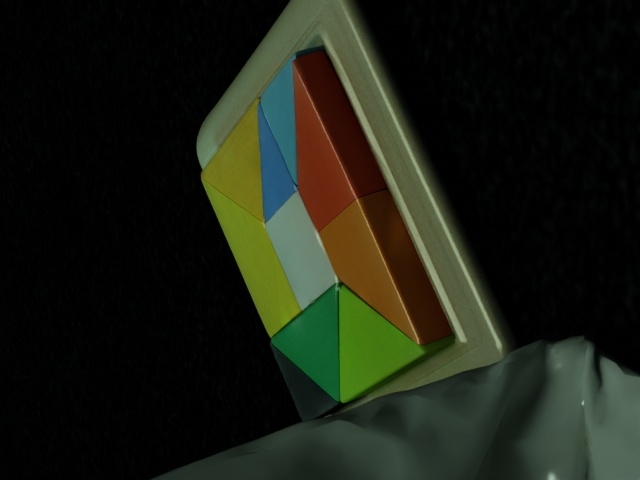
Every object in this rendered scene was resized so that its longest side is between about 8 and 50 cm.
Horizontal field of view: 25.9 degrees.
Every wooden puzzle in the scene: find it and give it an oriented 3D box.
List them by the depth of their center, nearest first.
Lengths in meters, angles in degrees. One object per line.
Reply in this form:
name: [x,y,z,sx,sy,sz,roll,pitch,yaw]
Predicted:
wooden puzzle: [0.000,0.000,0.720,0.221,0.044,0.238,-43,63,61]

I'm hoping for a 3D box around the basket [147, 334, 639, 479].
basket: [0.047,0.242,0.425,0.328,0.331,0.266,36,134,54]
